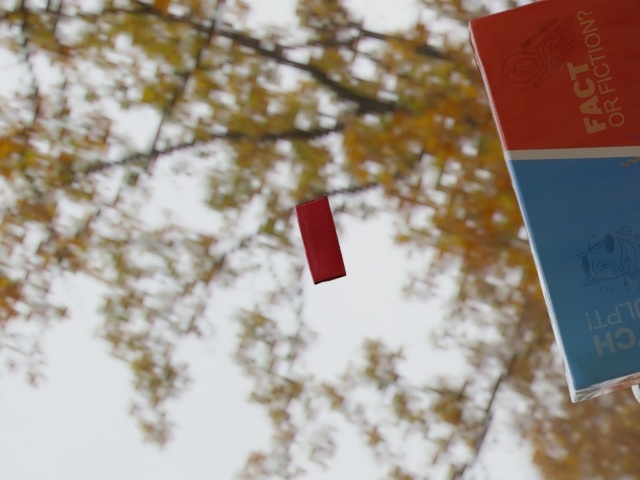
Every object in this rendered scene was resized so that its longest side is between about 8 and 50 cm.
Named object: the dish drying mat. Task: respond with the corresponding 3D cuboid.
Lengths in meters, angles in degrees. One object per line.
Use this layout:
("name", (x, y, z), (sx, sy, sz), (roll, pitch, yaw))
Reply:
("dish drying mat", (0.000, 0.000, 1.734), (0.032, 0.083, 0.008), (-18, -32, 7))

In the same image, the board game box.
("board game box", (0.273, -0.059, 1.186), (0.064, 0.316, 0.242), (60, -166, -76))

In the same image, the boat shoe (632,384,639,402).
("boat shoe", (0.532, 0.177, 2.325), (0.319, 0.099, 0.116), (8, -103, -16))
